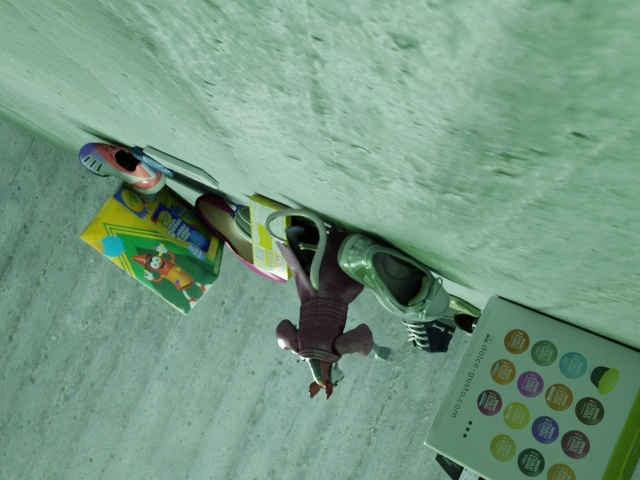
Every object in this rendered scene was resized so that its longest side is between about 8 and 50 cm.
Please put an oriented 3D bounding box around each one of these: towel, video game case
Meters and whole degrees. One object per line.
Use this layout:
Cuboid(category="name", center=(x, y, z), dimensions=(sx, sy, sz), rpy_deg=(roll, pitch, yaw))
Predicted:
Cuboid(category="towel", center=(-0.434, -0.205, 1.809), dimensions=(0.067, 0.029, 0.119), rpy_deg=(22, 175, 37))
Cuboid(category="video game case", center=(-0.334, -0.175, 1.686), dimensions=(0.157, 0.019, 0.143), rpy_deg=(24, 176, 10))
Cuboid(category="towel", center=(0.368, 0.172, 1.914), dimensions=(0.110, 0.027, 0.148), rpy_deg=(19, 173, 43))

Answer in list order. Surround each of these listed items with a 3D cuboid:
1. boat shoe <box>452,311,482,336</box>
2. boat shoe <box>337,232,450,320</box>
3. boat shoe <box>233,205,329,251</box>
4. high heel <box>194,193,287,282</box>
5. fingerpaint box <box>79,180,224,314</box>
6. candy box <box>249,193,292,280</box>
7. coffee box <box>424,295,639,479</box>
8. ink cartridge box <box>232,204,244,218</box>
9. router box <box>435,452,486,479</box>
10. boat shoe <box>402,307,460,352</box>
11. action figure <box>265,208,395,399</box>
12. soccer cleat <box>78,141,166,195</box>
Cuboid(category="boat shoe", center=(0.470, 0.257, 1.994), dimensions=(0.079, 0.084, 0.233), rpy_deg=(27, 178, -30))
Cuboid(category="boat shoe", center=(0.172, 0.088, 1.452), dimensions=(0.320, 0.118, 0.103), rpy_deg=(37, 170, -35))
Cuboid(category="boat shoe", center=(-0.085, -0.020, 1.699), dimensions=(0.305, 0.091, 0.109), rpy_deg=(28, -140, 25))
Cuboid(category="high heel", center=(-0.244, 0.004, 2.167), dimensions=(0.377, 0.127, 0.181), rpy_deg=(40, -175, 0))
Cuboid(category="fingerpaint box", center=(-0.481, -0.023, 2.113), dimensions=(0.371, 0.163, 0.445), rpy_deg=(39, -169, -14))
Cuboid(category="candy box", center=(-0.115, -0.006, 1.631), dimensions=(0.105, 0.027, 0.206), rpy_deg=(21, 133, 23))
Cuboid(category="coffee box", center=(0.483, 0.358, 1.449), dimensions=(0.334, 0.338, 0.338), rpy_deg=(22, 175, 36))
Cuboid(category="ink cartridge box", center=(-0.165, -0.044, 2.127), dimensions=(0.097, 0.046, 0.207), rpy_deg=(20, 174, 40))
Cuboid(category="router box", center=(0.428, 0.575, 1.648), dimensions=(0.243, 0.081, 0.309), rpy_deg=(26, 177, -4))
Cuboid(category="boat shoe", center=(0.305, 0.259, 2.130), dimensions=(0.340, 0.158, 0.127), rpy_deg=(16, -178, -41))
Cuboid(category="action figure", center=(0.018, 0.145, 1.460), dimensions=(0.248, 0.370, 0.276), rpy_deg=(-4, 154, 13))
Cuboid(category="soccer cleat", center=(-0.568, -0.227, 1.942), dimensions=(0.318, 0.109, 0.116), rpy_deg=(24, 156, 28))
